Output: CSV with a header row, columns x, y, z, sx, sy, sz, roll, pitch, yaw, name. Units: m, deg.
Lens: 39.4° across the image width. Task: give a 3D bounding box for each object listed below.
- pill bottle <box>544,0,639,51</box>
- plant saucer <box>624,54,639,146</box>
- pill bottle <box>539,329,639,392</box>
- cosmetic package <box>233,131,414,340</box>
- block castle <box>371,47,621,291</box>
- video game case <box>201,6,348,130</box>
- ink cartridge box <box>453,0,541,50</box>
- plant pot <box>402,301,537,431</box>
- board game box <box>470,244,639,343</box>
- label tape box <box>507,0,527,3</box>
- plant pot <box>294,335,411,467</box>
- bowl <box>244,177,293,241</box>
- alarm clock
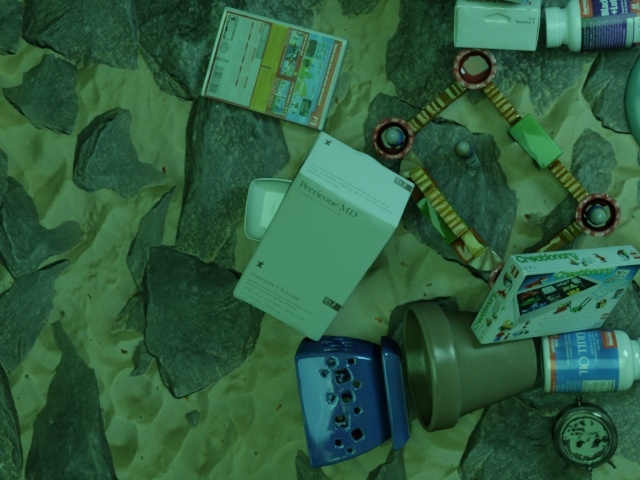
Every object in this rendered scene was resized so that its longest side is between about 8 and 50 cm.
x,y,z,sx,sy,sz,roll,pitch,yaw,name
0.545,-0.431,1.772,0.194,0.108,0.108,-4,92,11,pill bottle
0.770,-0.283,1.770,0.318,0.044,0.317,1,93,12,plant saucer
0.558,0.242,1.798,0.222,0.124,0.124,-4,92,9,pill bottle
0.000,0.000,1.778,0.217,0.156,0.385,28,134,-1,cosmetic package
0.339,-0.126,1.778,0.303,0.213,0.453,-40,85,11,block castle
-0.102,-0.375,1.949,0.285,0.025,0.204,18,96,10,video game case
0.349,-0.463,1.750,0.160,0.219,0.092,5,131,12,ink cartridge box
0.304,0.243,1.809,0.229,0.263,0.263,-6,92,-7,plant pot
0.456,0.103,1.714,0.053,0.305,0.193,60,143,40,board game box
0.297,-0.575,1.729,0.348,0.249,0.115,20,132,31,label tape box
0.072,0.317,1.852,0.212,0.236,0.235,-7,92,5,plant pot
-0.088,-0.063,1.949,0.142,0.053,0.142,8,95,12,bowl
0.541,0.385,1.844,0.129,0.064,0.192,-10,88,12,alarm clock
